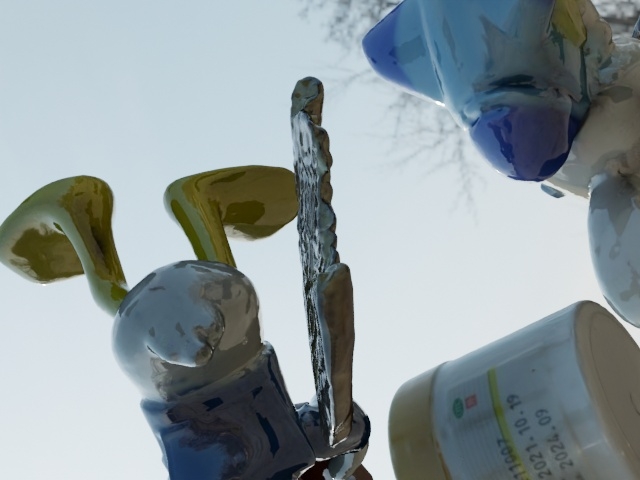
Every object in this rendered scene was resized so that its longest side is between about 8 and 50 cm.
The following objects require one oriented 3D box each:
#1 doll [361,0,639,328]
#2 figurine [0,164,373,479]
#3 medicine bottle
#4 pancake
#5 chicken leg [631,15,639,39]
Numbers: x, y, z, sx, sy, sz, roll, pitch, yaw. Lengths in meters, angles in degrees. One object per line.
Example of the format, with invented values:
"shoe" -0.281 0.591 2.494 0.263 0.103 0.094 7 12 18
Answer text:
"doll" 0.177 -0.143 0.931 0.187 0.365 0.376 -43 21 11
"figurine" -0.057 0.150 0.681 0.284 0.204 0.338 69 -178 -51
"medicine bottle" 0.225 0.210 1.126 0.238 0.231 0.238 40 -146 -34
"pancake" 0.000 0.000 0.511 0.184 0.020 0.191 90 175 -70
"chicken leg" 0.442 -0.288 1.472 0.062 0.037 0.145 -53 -21 -42
